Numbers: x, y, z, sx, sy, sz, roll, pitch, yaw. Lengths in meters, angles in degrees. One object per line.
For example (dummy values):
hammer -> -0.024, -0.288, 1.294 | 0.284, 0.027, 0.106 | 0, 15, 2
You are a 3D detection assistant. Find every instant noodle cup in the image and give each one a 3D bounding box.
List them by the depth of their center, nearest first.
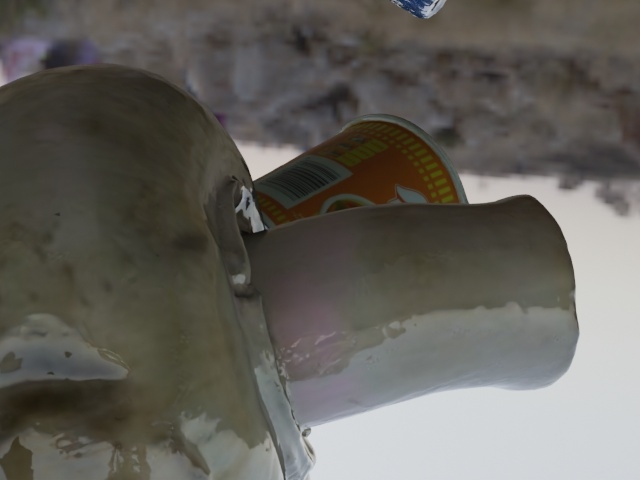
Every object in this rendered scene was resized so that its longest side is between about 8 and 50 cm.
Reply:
instant noodle cup -> 0.000, 0.000, 1.340 | 0.168, 0.168, 0.185 | 12, -155, 42

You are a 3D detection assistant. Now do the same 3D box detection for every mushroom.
mushroom -> -0.079, 0.059, 0.889 | 0.315, 0.315, 0.356 | 12, -162, 39

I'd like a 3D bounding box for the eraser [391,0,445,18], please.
eraser -> 0.002, -0.151, 0.586 | 0.144, 0.042, 0.312 | 31, 178, 0
